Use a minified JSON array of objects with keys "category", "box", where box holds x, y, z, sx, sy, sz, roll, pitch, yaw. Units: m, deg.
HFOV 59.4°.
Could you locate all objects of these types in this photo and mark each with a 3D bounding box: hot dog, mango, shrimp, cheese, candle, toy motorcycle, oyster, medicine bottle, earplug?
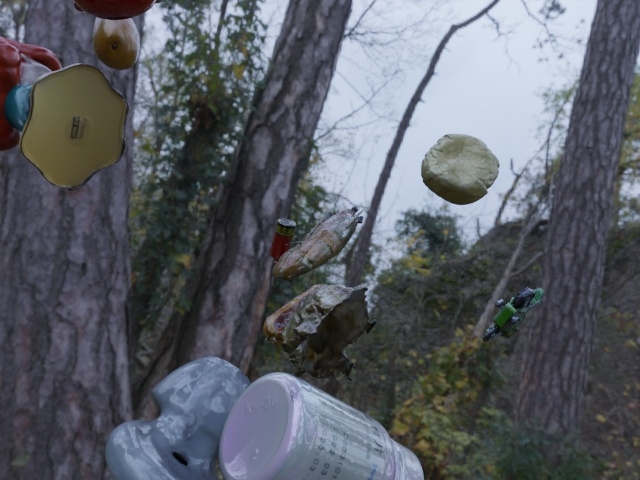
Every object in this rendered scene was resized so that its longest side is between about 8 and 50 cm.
[{"category":"hot dog","box":[-0.037,0.186,1.373,0.104,0.076,0.250,29,35,24]},{"category":"mango","box":[-0.394,-0.397,1.086,0.084,0.184,0.102,-6,-48,-14]},{"category":"shrimp","box":[-0.001,-0.002,0.853,0.115,0.051,0.217,-12,21,36]},{"category":"cheese","box":[0.430,-0.226,1.727,0.225,0.214,0.117,30,-16,8]},{"category":"candle","box":[-0.103,0.009,1.484,0.051,0.131,0.052,13,22,-5]},{"category":"toy motorcycle","box":[0.498,0.197,1.456,0.106,0.190,0.074,5,37,-44]},{"category":"oyster","box":[0.013,0.205,1.165,0.197,0.133,0.337,-21,-35,-16]},{"category":"medicine bottle","box":[0.011,0.320,0.811,0.293,0.170,0.170,37,-23,-30]},{"category":"earplug","box":[-0.213,0.320,0.909,0.214,0.175,0.326,41,21,-9]}]

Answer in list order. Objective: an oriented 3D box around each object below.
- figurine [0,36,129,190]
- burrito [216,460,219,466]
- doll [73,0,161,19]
[{"category":"figurine","box":[-0.421,-0.199,0.790,0.257,0.208,0.181,26,-33,31]},{"category":"burrito","box":[-0.168,0.454,1.315,0.225,0.060,0.087,-21,-20,-35]},{"category":"doll","box":[-0.301,-0.397,0.880,0.217,0.085,0.183,3,8,35]}]
